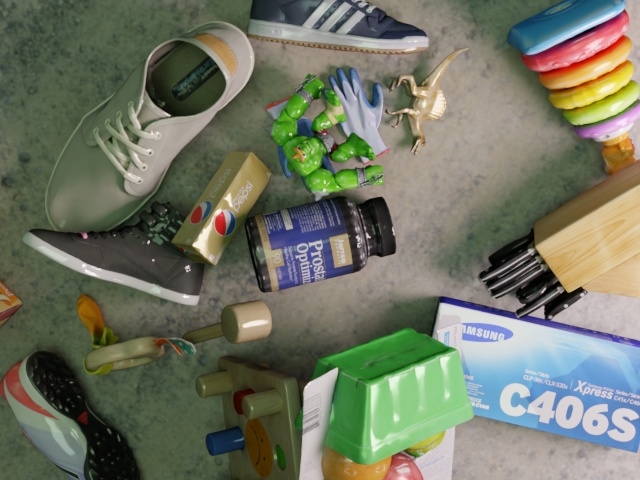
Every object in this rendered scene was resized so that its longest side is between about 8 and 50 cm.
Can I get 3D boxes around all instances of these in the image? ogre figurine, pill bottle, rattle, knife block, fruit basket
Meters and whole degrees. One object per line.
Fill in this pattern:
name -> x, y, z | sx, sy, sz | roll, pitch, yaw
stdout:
ogre figurine -> 0.002, -0.146, 1.629 | 0.118, 0.097, 0.197 | -35, 105, -7
pill bottle -> 0.000, 0.000, 1.639 | 0.219, 0.123, 0.122 | -13, 95, -5
rattle -> -0.293, 0.136, 1.690 | 0.200, 0.130, 0.142 | -27, 54, 42
knife block -> 0.370, -0.008, 1.585 | 0.242, 0.088, 0.275 | 9, 118, 4
fruit basket -> 0.081, 0.314, 1.548 | 0.165, 0.327, 0.353 | 29, 123, 41

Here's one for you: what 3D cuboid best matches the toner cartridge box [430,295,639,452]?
toner cartridge box -> 0.338, 0.207, 1.658 | 0.348, 0.075, 0.165 | 12, 97, 5

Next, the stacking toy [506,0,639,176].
stacking toy -> 0.414, -0.210, 1.577 | 0.166, 0.175, 0.301 | -25, 104, 7

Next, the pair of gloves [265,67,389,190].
pair of gloves -> 0.016, -0.178, 1.677 | 0.198, 0.023, 0.159 | -25, 93, 9

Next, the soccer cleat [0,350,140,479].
soccer cleat -> -0.413, 0.334, 1.754 | 0.116, 0.108, 0.318 | -31, 95, 31

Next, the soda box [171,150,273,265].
soda box -> -0.151, -0.052, 1.643 | 0.058, 0.061, 0.181 | 43, 68, -35

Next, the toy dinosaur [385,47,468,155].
toy dinosaur -> 0.156, -0.229, 1.650 | 0.093, 0.053, 0.183 | 17, 106, -11

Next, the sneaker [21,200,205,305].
sneaker -> -0.309, -0.007, 1.667 | 0.296, 0.104, 0.146 | 19, 93, -22

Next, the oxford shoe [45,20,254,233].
oxford shoe -> -0.285, -0.167, 1.649 | 0.449, 0.130, 0.169 | -42, 94, 18

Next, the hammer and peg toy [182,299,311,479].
hammer and peg toy -> -0.094, 0.262, 1.634 | 0.127, 0.266, 0.361 | -10, 96, -28

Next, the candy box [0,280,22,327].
candy box -> -0.645, 0.034, 1.694 | 0.316, 0.183, 0.087 | 45, 100, 0

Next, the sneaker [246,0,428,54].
sneaker -> 0.031, -0.367, 1.616 | 0.282, 0.099, 0.153 | 8, 99, 8
